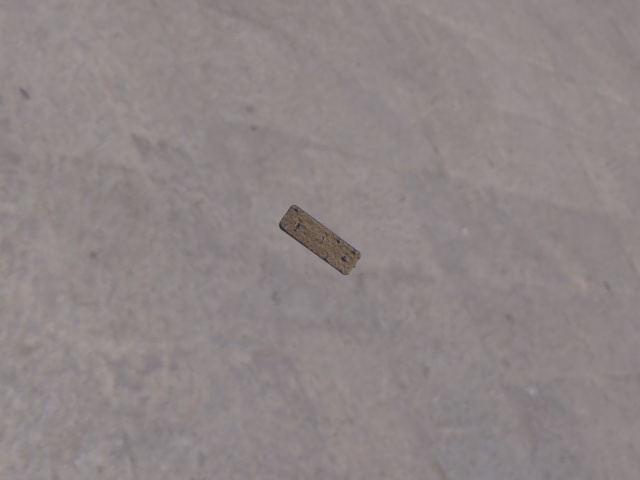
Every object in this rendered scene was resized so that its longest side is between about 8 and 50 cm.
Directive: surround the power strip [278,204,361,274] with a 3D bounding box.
[{"bbox_3d":[0.000,0.000,1.567,0.111,0.038,0.029,37,2,2],"label":"power strip"}]
